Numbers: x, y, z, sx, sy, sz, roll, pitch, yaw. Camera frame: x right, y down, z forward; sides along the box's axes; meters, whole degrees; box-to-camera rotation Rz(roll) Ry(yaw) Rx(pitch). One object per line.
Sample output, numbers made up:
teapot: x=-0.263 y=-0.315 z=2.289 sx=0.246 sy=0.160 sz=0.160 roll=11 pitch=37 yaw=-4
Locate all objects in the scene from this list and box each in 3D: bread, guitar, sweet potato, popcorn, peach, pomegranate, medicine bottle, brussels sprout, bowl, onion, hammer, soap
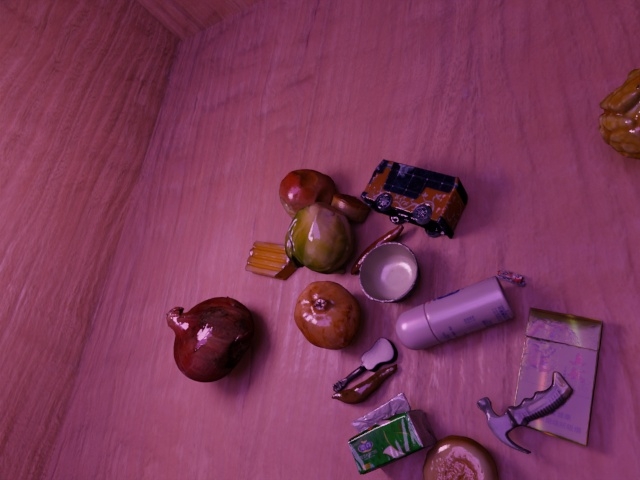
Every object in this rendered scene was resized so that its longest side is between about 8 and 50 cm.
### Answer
bread: x=0.106 y=-0.131 z=1.591 sx=0.156 sy=0.125 sz=0.086 roll=30 pitch=106 yaw=35
guitar: x=0.137 y=0.427 z=1.375 sx=0.271 sy=0.038 sz=0.084 roll=-41 pitch=51 yaw=14
sweet potato: x=0.199 y=0.034 z=1.488 sx=0.265 sy=0.057 sz=0.057 roll=-48 pitch=51 yaw=17
popcorn: x=0.870 y=-0.333 z=1.054 sx=0.281 sy=0.247 sz=0.283 roll=5 pitch=107 yaw=18
peach: x=-0.046 y=-0.188 z=1.680 sx=0.235 sy=0.214 sz=0.214 roll=-20 pitch=52 yaw=-14
pomegranate: x=0.025 y=0.253 z=1.407 sx=0.248 sy=0.248 sz=0.249 roll=-14 pitch=62 yaw=29
medicine bottle: x=0.387 y=0.229 z=1.230 sx=0.340 sy=0.130 sz=0.131 roll=-28 pitch=57 yaw=23
brussels sprout: x=-0.003 y=-0.001 z=1.548 sx=0.259 sy=0.227 sz=0.295 roll=35 pitch=121 yaw=30
sweet potato: x=0.147 y=0.478 z=1.332 sx=0.249 sy=0.059 sz=0.069 roll=-35 pitch=17 yaw=16
bowl: x=0.247 y=0.119 z=1.386 sx=0.211 sy=0.112 sz=0.212 roll=-15 pitch=61 yaw=30
bread: x=0.369 y=0.629 z=1.082 sx=0.213 sy=0.104 sz=0.214 roll=-10 pitch=69 yaw=29
onion: x=-0.420 y=0.381 z=1.638 sx=0.353 sy=0.353 sz=0.354 roll=-14 pitch=62 yaw=29
hammer: x=0.532 y=0.426 z=1.044 sx=0.226 sy=0.041 sz=0.159 roll=-42 pitch=51 yaw=15
soap: x=-0.203 y=0.085 z=1.739 sx=0.231 sy=0.073 sz=0.141 roll=8 pitch=76 yaw=36

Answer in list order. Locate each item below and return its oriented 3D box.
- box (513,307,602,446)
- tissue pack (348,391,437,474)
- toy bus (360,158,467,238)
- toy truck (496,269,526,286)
box: x=0.616 y=0.345 z=1.074 sx=0.172 sy=0.043 sz=0.312 roll=7 pitch=74 yaw=37
tissue pack: x=0.200 y=0.560 z=1.201 sx=0.209 sy=0.148 sz=0.156 roll=-35 pitch=56 yaw=18
toy bus: x=0.322 y=-0.149 z=1.423 sx=0.323 sy=0.161 sz=0.194 roll=25 pitch=85 yaw=38
toy truck: x=0.568 y=0.111 z=1.222 sx=0.083 sy=0.024 sz=0.032 roll=17 pitch=102 yaw=40
